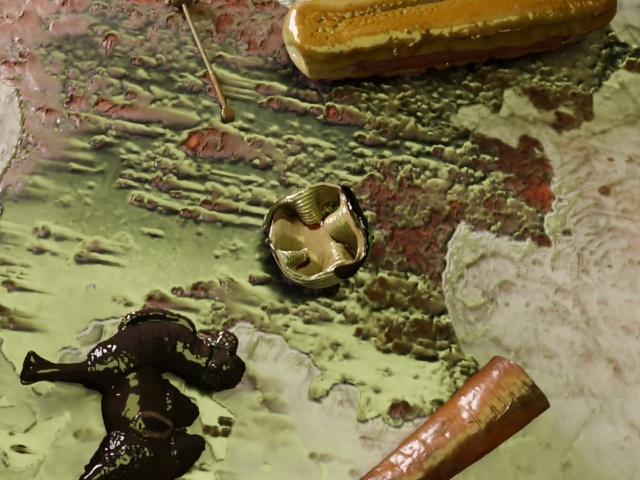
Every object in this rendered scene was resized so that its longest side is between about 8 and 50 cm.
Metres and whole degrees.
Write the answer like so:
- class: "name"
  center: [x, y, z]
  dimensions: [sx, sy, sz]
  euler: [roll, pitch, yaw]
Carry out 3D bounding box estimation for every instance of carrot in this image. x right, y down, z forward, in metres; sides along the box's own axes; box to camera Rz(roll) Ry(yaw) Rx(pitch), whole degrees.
- class: "carrot"
  center: [0.067, 0.169, 0.842]
  dimensions: [0.224, 0.057, 0.057]
  euler: [-36, 80, -13]

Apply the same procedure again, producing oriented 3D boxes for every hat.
- class: "hat"
  center: [0.001, 0.000, 0.880]
  dimensions: [0.076, 0.059, 0.077]
  euler: [-22, 70, 1]

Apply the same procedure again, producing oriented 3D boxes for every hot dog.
- class: "hot dog"
  center: [0.108, -0.185, 0.957]
  dimensions: [0.285, 0.061, 0.088]
  euler: [-6, 69, -10]

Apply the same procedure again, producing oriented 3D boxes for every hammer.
- class: "hammer"
  center: [-0.096, -0.153, 0.941]
  dimensions: [0.029, 0.014, 0.123]
  euler: [-21, 78, -6]

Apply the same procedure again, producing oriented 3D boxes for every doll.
- class: "doll"
  center: [-0.131, 0.118, 0.821]
  dimensions: [0.165, 0.057, 0.139]
  euler: [-10, 70, -17]
